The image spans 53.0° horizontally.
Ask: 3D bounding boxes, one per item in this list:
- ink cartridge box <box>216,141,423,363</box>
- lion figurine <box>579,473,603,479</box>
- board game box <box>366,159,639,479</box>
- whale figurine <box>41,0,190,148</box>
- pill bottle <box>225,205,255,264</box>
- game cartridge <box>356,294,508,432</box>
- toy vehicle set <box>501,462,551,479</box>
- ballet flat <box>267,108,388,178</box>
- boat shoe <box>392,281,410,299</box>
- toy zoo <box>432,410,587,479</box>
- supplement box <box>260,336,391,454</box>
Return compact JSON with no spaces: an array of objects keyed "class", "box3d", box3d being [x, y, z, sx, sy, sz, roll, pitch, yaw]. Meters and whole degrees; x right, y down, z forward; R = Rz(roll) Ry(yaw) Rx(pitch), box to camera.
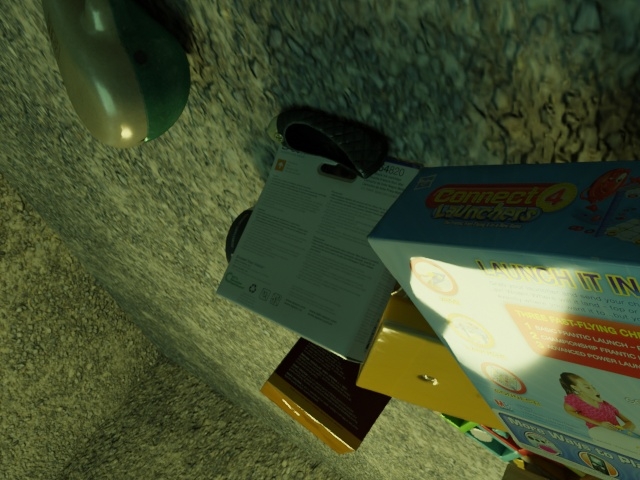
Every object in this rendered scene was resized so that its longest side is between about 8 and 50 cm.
[{"class":"ink cartridge box","box3d":[0.000,0.000,0.760,0.223,0.224,0.045,20,176,39]},{"class":"lion figurine","box3d":[0.469,0.302,0.652,0.142,0.240,0.392,25,145,-38]},{"class":"board game box","box3d":[0.229,0.083,0.466,0.308,0.086,0.302,7,141,53]},{"class":"whale figurine","box3d":[-0.256,-0.254,0.791,0.272,0.141,0.216,66,154,0]},{"class":"pill bottle","box3d":[-0.019,0.017,0.896,0.245,0.130,0.130,6,141,51]},{"class":"game cartridge","box3d":[0.218,0.182,0.837,0.323,0.053,0.285,15,154,3]},{"class":"toy vehicle set","box3d":[0.419,0.464,1.107,0.165,0.035,0.267,14,157,33]},{"class":"ballet flat","box3d":[-0.001,-0.112,0.731,0.173,0.049,0.058,20,149,38]},{"class":"boat shoe","box3d":[0.092,0.065,0.918,0.048,0.056,0.153,38,165,-10]},{"class":"toy zoo","box3d":[0.343,0.350,1.096,0.293,0.030,0.192,34,157,12]},{"class":"supplement box","box3d":[0.029,0.245,1.159,0.191,0.194,0.129,37,157,4]}]
